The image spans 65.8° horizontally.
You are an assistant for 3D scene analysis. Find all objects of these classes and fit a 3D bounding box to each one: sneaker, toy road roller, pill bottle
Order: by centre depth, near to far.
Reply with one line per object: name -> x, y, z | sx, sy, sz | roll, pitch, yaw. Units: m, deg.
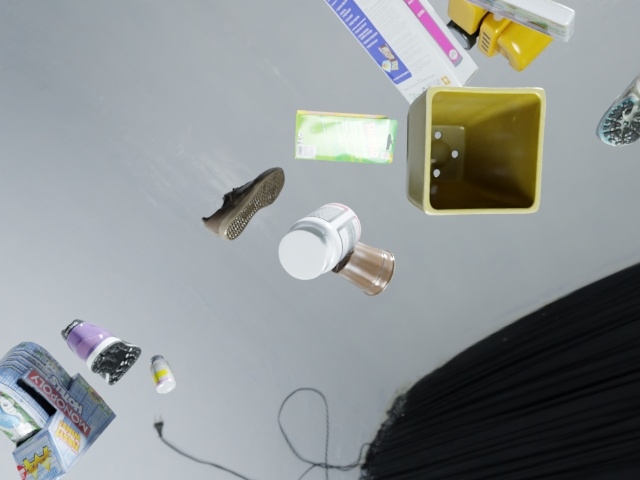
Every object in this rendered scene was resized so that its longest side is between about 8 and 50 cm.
sneaker -> -0.140, -0.080, 0.899 | 0.071, 0.066, 0.188 | 22, 52, 23
pill bottle -> -0.356, 0.297, 1.107 | 0.043, 0.043, 0.083 | 17, 27, -45
sneaker -> 0.749, -0.346, 1.147 | 0.110, 0.283, 0.122 | 42, 14, 0
sneaker -> -0.507, 0.246, 1.148 | 0.124, 0.283, 0.107 | 36, 64, 8
toy road roller -> 0.460, -0.563, 1.201 | 0.240, 0.202, 0.329 | 45, 8, 11
pill bottle -> 0.000, 0.000, 1.387 | 0.161, 0.161, 0.283 | 55, 26, -1

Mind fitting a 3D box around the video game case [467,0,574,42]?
video game case -> 0.318, -0.404, 0.839 | 0.227, 0.026, 0.206 | 33, 25, 16

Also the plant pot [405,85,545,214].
plant pot -> 0.099, -0.063, 0.357 | 0.083, 0.081, 0.081 | -140, -131, -77

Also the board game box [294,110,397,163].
board game box -> 0.064, -0.268, 1.289 | 0.259, 0.124, 0.039 | 4, 33, 0

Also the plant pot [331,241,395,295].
plant pot -> 0.128, 0.079, 1.630 | 0.165, 0.167, 0.167 | 25, 42, -27

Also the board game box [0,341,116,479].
board game box -> -0.394, 0.254, 0.713 | 0.194, 0.060, 0.194 | 58, -4, -18

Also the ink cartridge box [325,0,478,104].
ink cartridge box -> 0.127, -0.428, 0.956 | 0.371, 0.175, 0.069 | 43, 77, -16
